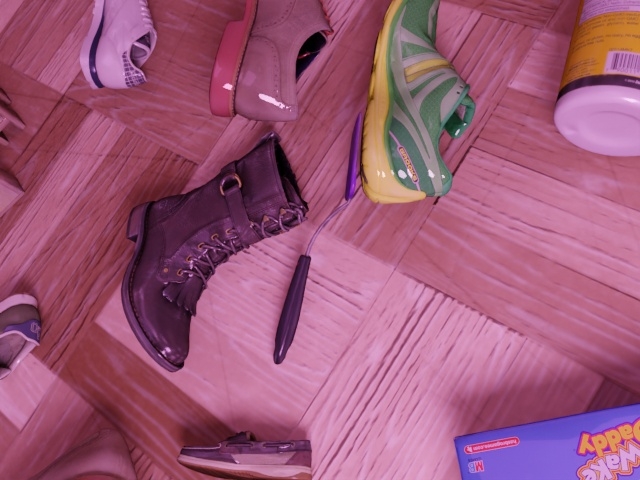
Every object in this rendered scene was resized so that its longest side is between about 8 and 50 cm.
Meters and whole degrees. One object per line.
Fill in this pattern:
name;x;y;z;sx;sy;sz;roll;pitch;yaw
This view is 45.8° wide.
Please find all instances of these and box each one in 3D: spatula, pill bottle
spatula;0.000;0.000;0.866;0.030;0.084;0.297;22;85;-1
pill bottle;0.316;-0.202;0.770;0.119;0.119;0.209;9;71;29

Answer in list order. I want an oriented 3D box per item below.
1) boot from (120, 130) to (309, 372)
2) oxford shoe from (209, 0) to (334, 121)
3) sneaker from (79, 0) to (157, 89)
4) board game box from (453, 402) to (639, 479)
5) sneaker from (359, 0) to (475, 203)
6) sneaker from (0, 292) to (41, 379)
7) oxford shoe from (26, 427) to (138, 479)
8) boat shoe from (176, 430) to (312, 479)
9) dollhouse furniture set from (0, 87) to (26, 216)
boot;-0.119;0.005;0.904;0.229;0.091;0.263;-22;57;16
oxford shoe;-0.040;-0.302;1.016;0.130;0.123;0.348;14;71;3
sneaker;-0.292;-0.333;1.160;0.094;0.090;0.235;0;70;12
board game box;0.300;0.245;0.596;0.347;0.078;0.233;-16;61;19
sneaker;0.116;-0.168;0.878;0.123;0.109;0.296;8;66;2
sneaker;-0.451;0.156;1.010;0.192;0.064;0.086;-37;52;3
oxford shoe;-0.337;0.373;0.842;0.397;0.140;0.146;-42;25;9
boat shoe;-0.079;0.229;0.807;0.152;0.056;0.049;2;63;16
dollhouse furniture set;-0.582;-0.144;1.156;0.212;0.161;0.242;-44;56;2
